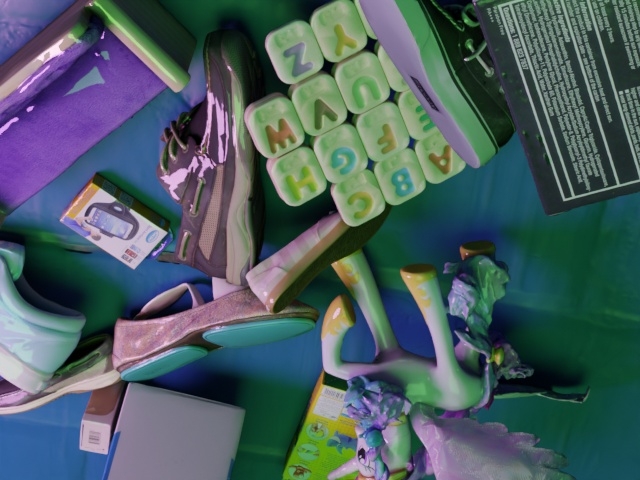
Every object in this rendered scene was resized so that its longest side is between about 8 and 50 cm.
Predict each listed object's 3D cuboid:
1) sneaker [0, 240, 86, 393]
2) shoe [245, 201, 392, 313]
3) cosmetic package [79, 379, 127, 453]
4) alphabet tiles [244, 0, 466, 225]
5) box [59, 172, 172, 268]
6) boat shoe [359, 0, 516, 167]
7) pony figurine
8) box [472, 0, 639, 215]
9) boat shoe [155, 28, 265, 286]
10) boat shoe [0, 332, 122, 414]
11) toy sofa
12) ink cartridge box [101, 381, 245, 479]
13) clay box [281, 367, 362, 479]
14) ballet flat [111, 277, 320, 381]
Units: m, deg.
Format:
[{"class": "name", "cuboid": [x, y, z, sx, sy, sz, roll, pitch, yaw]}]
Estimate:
[{"class": "sneaker", "cuboid": [-0.469, 0.037, 1.961, 0.366, 0.135, 0.150, 40, 93, -17]}, {"class": "shoe", "cuboid": [0.000, 0.000, 1.850, 0.219, 0.058, 0.076, -41, 154, -14]}, {"class": "cosmetic package", "cuboid": [-0.303, 0.237, 2.070, 0.041, 0.115, 0.060, 11, 125, 0]}, {"class": "alphabet tiles", "cuboid": [0.059, -0.157, 1.730, 0.284, 0.021, 0.278, -28, 122, -7]}, {"class": "box", "cuboid": [-0.262, -0.020, 1.935, 0.136, 0.028, 0.081, 35, 122, -16]}, {"class": "boat shoe", "cuboid": [0.145, -0.217, 1.660, 0.105, 0.113, 0.306, -42, 123, -7]}, {"class": "pony figurine", "cuboid": [0.163, 0.187, 1.914, 0.351, 0.303, 0.363, -1, 110, 15]}, {"class": "box", "cuboid": [0.348, -0.220, 1.626, 0.294, 0.182, 0.296, -13, 124, 16]}, {"class": "boat shoe", "cuboid": [-0.138, -0.091, 1.807, 0.130, 0.132, 0.355, 4, 125, 3]}, {"class": "boat shoe", "cuboid": [-0.375, 0.180, 2.065, 0.224, 0.080, 0.073, -16, 117, 11]}, {"class": "toy sofa", "cuboid": [-0.328, -0.149, 1.758, 0.362, 0.177, 0.150, -34, 115, 26]}, {"class": "ink cartridge box", "cuboid": [-0.214, 0.338, 2.060, 0.168, 0.171, 0.232, 13, 145, -3]}, {"class": "clay box", "cuboid": [0.030, 0.283, 2.104, 0.127, 0.053, 0.222, 18, 127, -7]}, {"class": "ballet flat", "cuboid": [-0.149, 0.099, 1.956, 0.316, 0.106, 0.107, -17, 158, 23]}]
